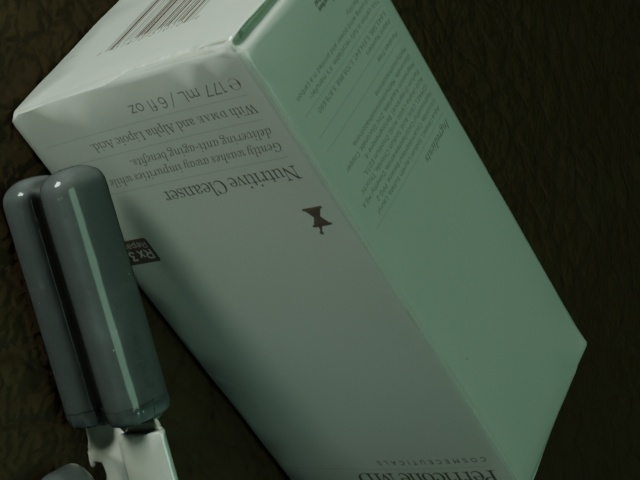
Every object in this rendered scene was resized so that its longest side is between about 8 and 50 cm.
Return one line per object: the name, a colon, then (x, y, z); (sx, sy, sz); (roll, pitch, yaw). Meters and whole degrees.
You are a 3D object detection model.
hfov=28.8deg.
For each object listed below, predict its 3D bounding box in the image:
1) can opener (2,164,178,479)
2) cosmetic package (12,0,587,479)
can opener: (-0.147, 0.099, 0.777); (0.095, 0.076, 0.283); (-24, 101, -50)
cosmetic package: (0.000, 0.000, 0.866); (0.385, 0.217, 0.156); (56, 45, -25)
